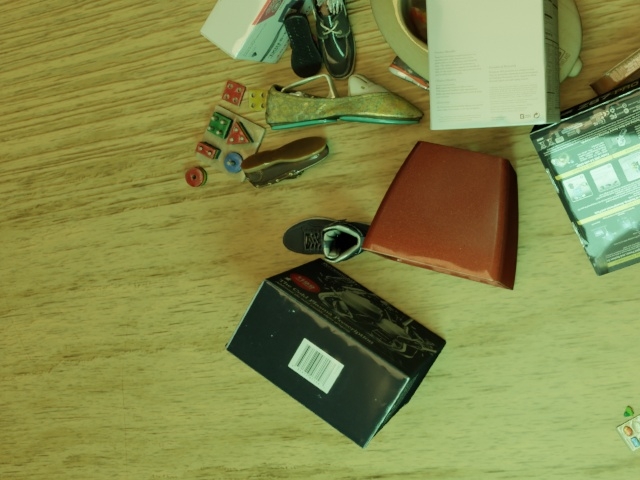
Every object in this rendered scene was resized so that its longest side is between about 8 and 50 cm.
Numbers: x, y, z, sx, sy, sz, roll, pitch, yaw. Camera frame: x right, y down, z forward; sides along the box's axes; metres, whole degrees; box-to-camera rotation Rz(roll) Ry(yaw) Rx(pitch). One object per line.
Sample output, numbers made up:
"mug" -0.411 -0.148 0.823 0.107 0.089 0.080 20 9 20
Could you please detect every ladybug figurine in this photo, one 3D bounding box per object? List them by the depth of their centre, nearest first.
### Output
"ladybug figurine" 0.307 -0.435 1.819 0.449 0.162 0.305 36 108 13

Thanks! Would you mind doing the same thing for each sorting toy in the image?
"sorting toy" 0.625 0.376 1.877 0.062 0.012 0.083 -36 84 21
"sorting toy" -0.205 -0.225 2.095 0.132 0.046 0.274 28 105 15

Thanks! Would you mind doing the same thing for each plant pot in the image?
"plant pot" 0.265 -0.053 1.842 0.268 0.267 0.235 15 89 18

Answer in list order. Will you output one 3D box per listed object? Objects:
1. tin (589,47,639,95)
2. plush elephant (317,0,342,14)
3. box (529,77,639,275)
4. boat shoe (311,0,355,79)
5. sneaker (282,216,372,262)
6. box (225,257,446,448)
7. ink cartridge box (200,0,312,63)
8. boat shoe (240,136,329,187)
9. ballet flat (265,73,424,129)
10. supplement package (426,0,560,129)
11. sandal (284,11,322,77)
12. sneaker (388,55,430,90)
"tin" 0.593 -0.336 1.752 0.190 0.106 0.040 -37 83 25
"plush elephant" -0.001 -0.638 1.796 0.272 0.255 0.329 16 86 36
"box" 0.630 -0.144 1.711 0.395 0.097 0.318 -24 101 27
"boat shoe" 0.020 -0.454 1.969 0.084 0.079 0.233 -6 96 20
"sneaker" 0.000 -0.002 1.985 0.226 0.163 0.086 -3 97 22
"box" 0.040 0.214 1.914 0.343 0.312 0.178 34 106 13
"ink cartridge box" -0.123 -0.466 1.936 0.100 0.237 0.172 38 107 9
"boat shoe" -0.070 -0.169 2.046 0.207 0.073 0.073 -12 129 24
"ballet flat" 0.042 -0.293 1.959 0.349 0.123 0.123 1 97 23
"supplement package" 0.307 -0.331 1.638 0.199 0.198 0.262 0 97 22
"sandal" -0.036 -0.415 1.969 0.067 0.179 0.040 -7 52 5
"sneaker" 0.217 -0.345 1.920 0.158 0.061 0.064 28 99 14
